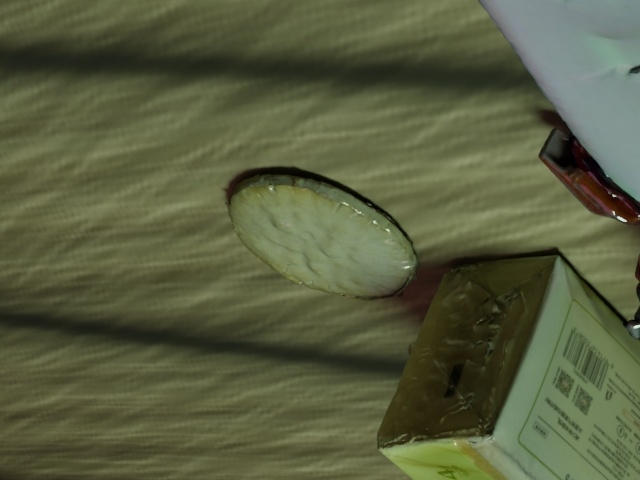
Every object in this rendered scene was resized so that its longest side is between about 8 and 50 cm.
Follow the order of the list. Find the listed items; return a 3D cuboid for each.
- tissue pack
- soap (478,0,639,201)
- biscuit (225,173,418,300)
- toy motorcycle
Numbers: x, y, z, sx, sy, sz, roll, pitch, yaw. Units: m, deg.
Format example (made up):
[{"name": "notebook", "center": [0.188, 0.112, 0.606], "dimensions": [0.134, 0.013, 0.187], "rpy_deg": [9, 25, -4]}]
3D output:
[{"name": "tissue pack", "center": [0.170, 0.139, 1.423], "dimensions": [0.125, 0.159, 0.234], "rpy_deg": [-10, 138, 45]}, {"name": "soap", "center": [0.198, -0.162, 0.899], "dimensions": [0.261, 0.156, 0.446], "rpy_deg": [-2, 144, 37]}, {"name": "biscuit", "center": [0.000, 0.000, 1.456], "dimensions": [0.152, 0.020, 0.152], "rpy_deg": [17, 151, 10]}, {"name": "toy motorcycle", "center": [0.215, 0.001, 1.241], "dimensions": [0.212, 0.084, 0.118], "rpy_deg": [44, 147, -20]}]
